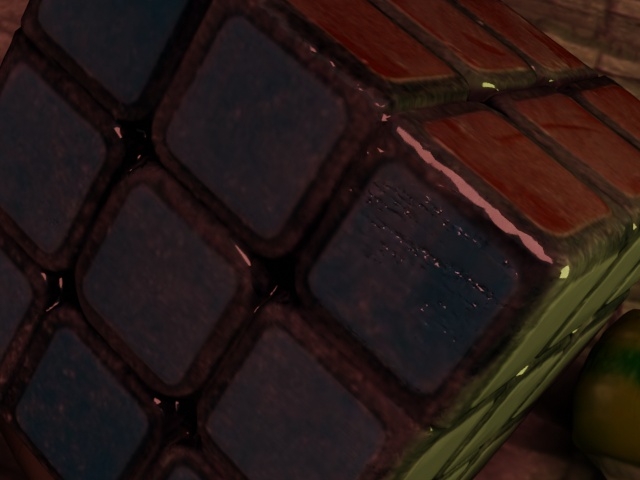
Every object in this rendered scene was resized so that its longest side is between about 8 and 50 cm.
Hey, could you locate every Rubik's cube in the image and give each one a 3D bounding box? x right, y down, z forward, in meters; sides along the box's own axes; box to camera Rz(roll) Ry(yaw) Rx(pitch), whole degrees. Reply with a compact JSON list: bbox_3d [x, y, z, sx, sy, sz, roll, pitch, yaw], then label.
[{"bbox_3d":[0.000,0.000,0.619,0.305,0.301,0.303,43,28,20],"label":"Rubik's cube"}]

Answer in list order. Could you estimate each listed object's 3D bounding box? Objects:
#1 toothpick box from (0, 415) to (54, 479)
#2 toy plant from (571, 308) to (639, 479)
[{"bbox_3d":[-0.129,0.153,0.692,0.111,0.111,0.181,-31,67,-19],"label":"toothpick box"},{"bbox_3d":[0.212,0.217,0.664,0.224,0.184,0.316,26,78,17],"label":"toy plant"}]
